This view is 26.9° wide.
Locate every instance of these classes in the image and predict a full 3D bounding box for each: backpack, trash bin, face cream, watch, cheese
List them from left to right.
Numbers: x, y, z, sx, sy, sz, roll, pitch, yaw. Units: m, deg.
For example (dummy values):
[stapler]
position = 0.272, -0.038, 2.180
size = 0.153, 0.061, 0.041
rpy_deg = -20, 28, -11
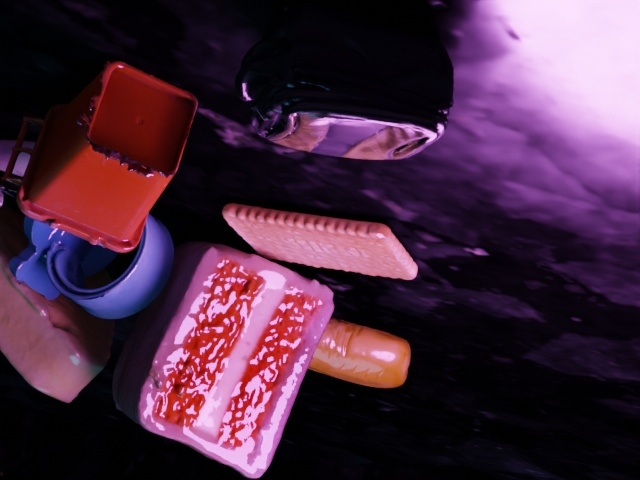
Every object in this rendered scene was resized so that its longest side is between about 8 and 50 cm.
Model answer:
[cheese]
position = -0.478, 0.057, 2.109
size = 0.384, 0.104, 0.384
rpy_deg = 46, -170, -11
[face cream]
position = -0.361, -0.104, 1.816
size = 0.182, 0.051, 0.072
rpy_deg = 11, 160, 22
[watch]
position = -0.320, 0.025, 1.934
size = 0.193, 0.211, 0.211
rpy_deg = 28, 169, 30
[trash bin]
position = -0.257, -0.107, 1.569
size = 0.184, 0.161, 0.238
rpy_deg = 22, 154, -17
[backpack]
position = 0.020, -0.139, 1.268
size = 0.206, 0.133, 0.258
rpy_deg = 11, 169, -10

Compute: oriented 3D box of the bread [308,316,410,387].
[bread]
position = 0.002, 0.177, 2.257
size = 0.305, 0.091, 0.142
rpy_deg = 15, 156, 3

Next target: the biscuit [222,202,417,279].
[biscuit]
position = 0.000, -0.001, 1.824
size = 0.249, 0.030, 0.160
rpy_deg = 8, 159, 26

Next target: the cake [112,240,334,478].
[cake]
position = -0.145, 0.162, 1.965
size = 0.237, 0.309, 0.230
rpy_deg = 26, 170, -18

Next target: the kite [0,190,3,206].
[kite]
position = -0.484, -0.111, 1.718
size = 0.141, 0.015, 0.245
rpy_deg = -16, 136, -23
